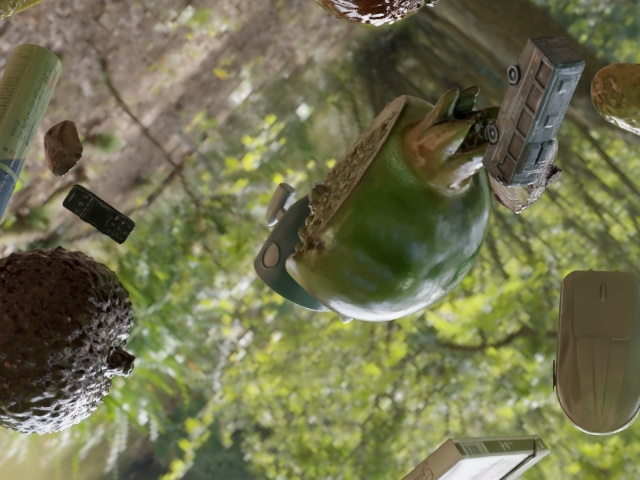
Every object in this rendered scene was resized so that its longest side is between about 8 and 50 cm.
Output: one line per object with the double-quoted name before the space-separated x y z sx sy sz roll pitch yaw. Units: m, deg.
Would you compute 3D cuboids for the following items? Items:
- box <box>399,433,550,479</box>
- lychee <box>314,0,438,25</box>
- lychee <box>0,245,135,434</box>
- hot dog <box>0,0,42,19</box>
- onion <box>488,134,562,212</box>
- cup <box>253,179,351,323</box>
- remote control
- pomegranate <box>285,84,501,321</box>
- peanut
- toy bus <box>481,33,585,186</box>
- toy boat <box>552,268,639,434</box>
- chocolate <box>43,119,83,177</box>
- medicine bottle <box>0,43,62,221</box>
"box" 0.143 0.233 1.177 0.109 0.029 0.198 -44 152 22
"lychee" 0.068 -0.395 1.509 0.255 0.300 0.255 -40 145 -36
"lychee" -0.372 0.131 1.578 0.260 0.260 0.260 -47 175 -5
"hot dog" -0.473 -0.347 1.739 0.286 0.088 0.061 -79 164 -68
"onion" 0.289 -0.136 1.729 0.098 0.151 0.206 -34 162 -12
"cup" 0.000 0.000 1.929 0.167 0.299 0.173 8 121 -40
"remote control" -0.287 -0.035 1.550 0.039 0.096 0.014 -53 -171 15
"pomegranate" 0.125 -0.041 1.513 0.358 0.216 0.309 -37 -166 42
"peanut" 0.470 -0.168 1.595 0.103 0.229 0.098 -61 172 7
"toy bus" 0.211 -0.127 1.199 0.047 0.065 0.166 -10 137 -24
"toy boat" 0.418 0.174 1.789 0.141 0.141 0.269 122 -22 -64
"chocolate" -0.368 -0.136 1.682 0.064 0.031 0.100 -43 -140 16
"medicine bottle" -0.342 -0.108 1.291 0.059 0.059 0.230 124 -19 -58
